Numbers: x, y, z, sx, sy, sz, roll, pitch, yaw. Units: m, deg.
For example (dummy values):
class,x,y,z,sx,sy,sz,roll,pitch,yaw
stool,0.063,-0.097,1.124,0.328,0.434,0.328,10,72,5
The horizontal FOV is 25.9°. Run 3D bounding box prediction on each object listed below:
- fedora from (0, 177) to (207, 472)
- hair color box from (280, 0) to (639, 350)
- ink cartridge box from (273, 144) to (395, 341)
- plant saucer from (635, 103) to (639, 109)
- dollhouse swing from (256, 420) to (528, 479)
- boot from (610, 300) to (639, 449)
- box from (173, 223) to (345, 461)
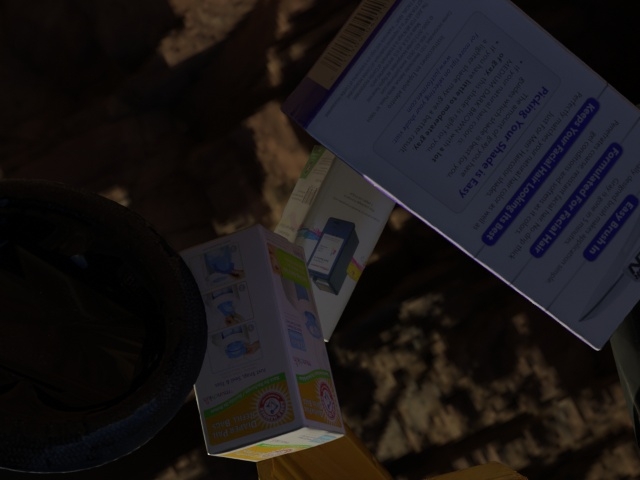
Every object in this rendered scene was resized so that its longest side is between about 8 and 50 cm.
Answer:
class,x,y,z,sx,sy,sz,roll,pitch,yaw
fedora,-0.275,0.102,1.333,0.334,0.334,0.152,-25,151,-23
hair color box,0.157,-0.079,1.179,0.185,0.338,0.110,-52,-162,4
ink cartridge box,0.000,0.000,1.664,0.212,0.093,0.154,-63,-166,-2
plant saucer,0.410,-0.110,1.686,0.021,0.119,0.119,-33,174,-9
dollhouse swing,0.129,0.406,1.903,0.304,0.347,0.315,-25,134,12
boot,0.418,0.121,1.546,0.146,0.445,0.367,-20,165,25
box,-0.061,0.104,1.354,0.103,0.203,0.114,-19,161,17
